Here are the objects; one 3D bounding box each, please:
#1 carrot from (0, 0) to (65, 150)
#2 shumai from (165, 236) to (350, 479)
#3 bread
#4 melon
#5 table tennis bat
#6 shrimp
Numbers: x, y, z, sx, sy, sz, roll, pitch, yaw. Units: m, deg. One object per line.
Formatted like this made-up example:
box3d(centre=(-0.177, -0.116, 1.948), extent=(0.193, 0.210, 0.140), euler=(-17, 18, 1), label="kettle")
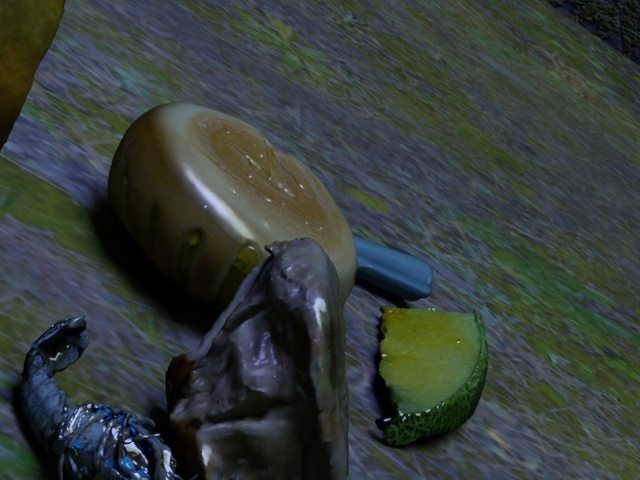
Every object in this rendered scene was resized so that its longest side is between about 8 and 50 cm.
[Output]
box3d(centre=(-0.310, -0.153, 0.970), extent=(0.340, 0.241, 0.241), euler=(17, 29, -48), label="carrot")
box3d(centre=(-0.040, 0.100, 1.090), extent=(0.120, 0.201, 0.201), euler=(-5, 26, 1), label="shumai")
box3d(centre=(-0.068, -0.011, 1.284), extent=(0.213, 0.105, 0.213), euler=(37, 21, -17), label="bread")
box3d(centre=(0.086, 0.104, 1.397), extent=(0.114, 0.053, 0.262), euler=(33, 19, 2), label="melon")
box3d(centre=(0.000, 0.000, 1.482), extent=(0.244, 0.040, 0.153), euler=(22, 27, -31), label="table tennis bat")
box3d(centre=(-0.129, 0.123, 0.983), extent=(0.174, 0.076, 0.082), euler=(49, -19, 35), label="shrimp")
